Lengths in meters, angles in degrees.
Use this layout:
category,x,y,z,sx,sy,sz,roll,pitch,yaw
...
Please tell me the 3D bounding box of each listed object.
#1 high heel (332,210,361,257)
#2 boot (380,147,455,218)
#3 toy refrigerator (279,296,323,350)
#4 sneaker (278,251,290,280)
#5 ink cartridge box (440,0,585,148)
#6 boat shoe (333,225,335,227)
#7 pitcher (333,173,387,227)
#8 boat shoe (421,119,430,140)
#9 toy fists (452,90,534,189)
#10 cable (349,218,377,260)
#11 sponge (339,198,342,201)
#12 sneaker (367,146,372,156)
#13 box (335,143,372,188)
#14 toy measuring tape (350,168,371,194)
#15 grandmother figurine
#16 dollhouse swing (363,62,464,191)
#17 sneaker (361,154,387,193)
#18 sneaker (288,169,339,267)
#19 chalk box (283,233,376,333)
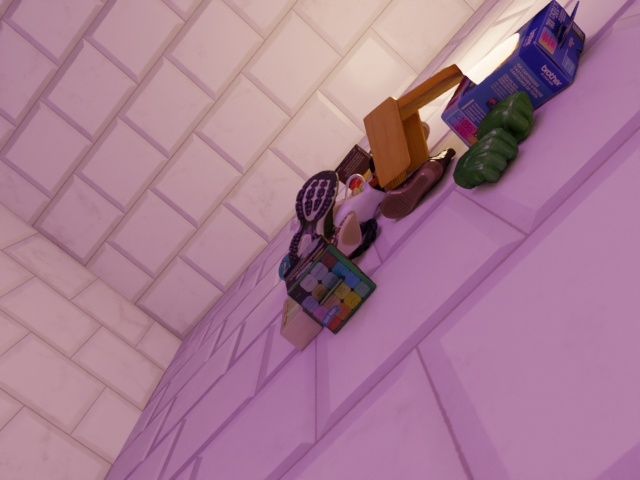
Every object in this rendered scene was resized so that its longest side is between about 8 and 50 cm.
category,x,y,z,sx,sy,sz,roll,pitch,yaw
high heel,0.047,0.036,1.660,0.186,0.093,0.262,-24,50,56
boot,0.312,-0.178,1.580,0.207,0.090,0.248,-41,-1,-44
toy refrigerator,-0.062,0.228,1.576,0.102,0.094,0.269,-47,11,10
sneaker,-0.094,0.080,2.176,0.275,0.107,0.110,-45,7,23
ink cartridge box,0.547,-0.463,1.362,0.395,0.151,0.270,-34,19,51
boat shoe,0.056,-0.086,2.247,0.049,0.042,0.133,-36,17,41
pitcher,0.127,-0.127,1.833,0.207,0.177,0.125,-50,-23,3
boat shoe,0.320,-0.327,1.939,0.302,0.109,0.098,-51,14,25
toy fists,0.432,-0.244,1.211,0.279,0.096,0.142,-55,2,-22
cable,0.134,0.009,1.700,0.185,0.047,0.150,-55,19,-6
sponge,0.049,-0.114,2.503,0.210,0.031,0.117,-47,11,13
sneaker,0.252,-0.413,2.543,0.235,0.094,0.153,-38,14,47
box,0.180,-0.319,2.281,0.168,0.167,0.203,-51,9,13
toy measuring tape,0.211,-0.268,2.097,0.330,0.121,0.121,-61,14,-19
grandmother figurine,0.030,-0.095,2.030,0.342,0.208,0.104,-17,29,29
dollhouse swing,0.345,-0.360,1.629,0.304,0.316,0.347,-14,6,23
sneaker,0.232,-0.245,1.881,0.121,0.099,0.263,-52,-17,-38
sneaker,-0.006,-0.063,1.889,0.182,0.157,0.411,33,-110,-62
chalk box,0.023,0.121,1.384,0.180,0.179,0.289,-48,11,3
